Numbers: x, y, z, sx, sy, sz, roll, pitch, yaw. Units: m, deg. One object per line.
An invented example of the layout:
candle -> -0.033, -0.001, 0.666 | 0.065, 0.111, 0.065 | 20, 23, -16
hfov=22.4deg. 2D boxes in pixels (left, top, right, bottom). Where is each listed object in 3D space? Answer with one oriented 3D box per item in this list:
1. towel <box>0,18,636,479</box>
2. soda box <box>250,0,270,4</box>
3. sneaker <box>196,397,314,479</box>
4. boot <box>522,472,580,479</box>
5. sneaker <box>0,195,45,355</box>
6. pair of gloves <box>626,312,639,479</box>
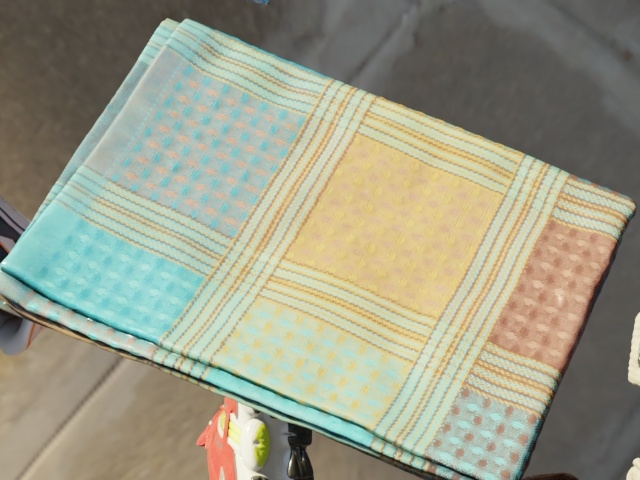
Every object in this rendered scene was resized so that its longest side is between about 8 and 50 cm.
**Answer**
towel -> 0.000, 0.000, 1.085 | 0.370, 0.040, 0.271 | 22, 57, 12
soda box -> -0.045, -0.114, 0.399 | 0.067, 0.210, 0.071 | -43, 114, -9
sneaker -> -0.072, 0.169, 1.557 | 0.107, 0.118, 0.279 | 17, 71, -39
boot -> 0.147, 0.231, 1.122 | 0.073, 0.197, 0.152 | 19, 98, 16
sneaker -> -0.392, -0.006, 1.643 | 0.126, 0.127, 0.321 | -28, 125, 37
pair of gloves -> 0.344, 0.183, 1.475 | 0.042, 0.204, 0.240 | 7, 84, -20
